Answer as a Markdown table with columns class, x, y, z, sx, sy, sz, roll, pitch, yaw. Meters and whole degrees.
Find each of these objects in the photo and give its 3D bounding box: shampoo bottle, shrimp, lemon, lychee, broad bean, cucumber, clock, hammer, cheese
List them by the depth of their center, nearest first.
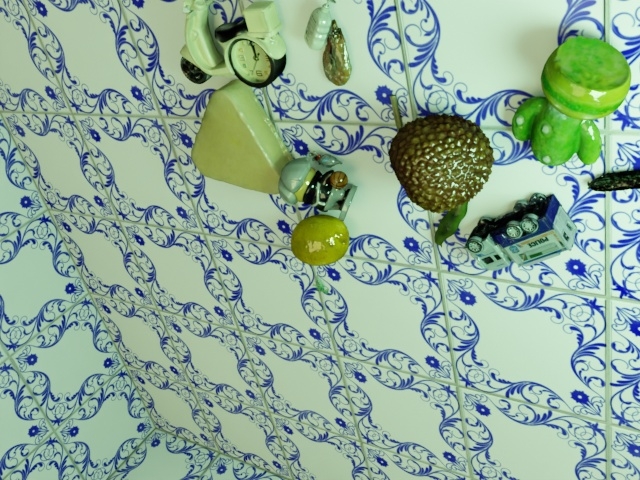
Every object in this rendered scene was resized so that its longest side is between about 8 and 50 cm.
| class | x | y | z | sx | sy | sz | roll | pitch | yaw |
| --- | --- | --- | --- | --- | --- | --- | --- | --- | --- |
| cucumber | 0.731 | -0.143 | 1.648 | 0.182 | 0.053 | 0.053 | -4 | 120 | 42 |
| lychee | 0.317 | -0.209 | 1.779 | 0.268 | 0.267 | 0.267 | 21 | 134 | 23 |
| shampoo bottle | 0.000 | -0.589 | 1.837 | 0.077 | 0.045 | 0.152 | 66 | 150 | 30 |
| shrimp | 0.040 | -0.512 | 1.888 | 0.101 | 0.042 | 0.190 | 24 | 137 | 31 |
| hammer | 0.225 | -0.314 | 1.926 | 0.062 | 0.013 | 0.198 | 7 | 127 | 34 |
| broad bean | 0.387 | -0.080 | 1.972 | 0.060 | 0.043 | 0.297 | 39 | 139 | 22 |
| clock | -0.276 | -0.585 | 2.026 | 0.379 | 0.120 | 0.276 | 10 | 133 | 26 |
| cheese | -0.236 | -0.288 | 2.238 | 0.384 | 0.104 | 0.383 | 21 | 134 | 23 |
| lemon | 0.000 | 0.000 | 2.249 | 0.207 | 0.170 | 0.170 | 1 | 124 | 31 |

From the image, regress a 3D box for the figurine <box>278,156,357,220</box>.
| class | x | y | z | sx | sy | sz | roll | pitch | yaw |
| --- | --- | --- | --- | --- | --- | --- | --- | --- | --- |
| figurine | -0.013 | -0.164 | 2.113 | 0.237 | 0.133 | 0.176 | 22 | 133 | 3 |

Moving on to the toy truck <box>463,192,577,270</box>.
| class | x | y | z | sx | sy | sz | roll | pitch | yaw |
| --- | --- | --- | --- | --- | --- | --- | --- | --- | --- |
| toy truck | 0.535 | -0.007 | 1.857 | 0.155 | 0.124 | 0.268 | 49 | 137 | -13 |

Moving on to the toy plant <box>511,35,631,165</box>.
| class | x | y | z | sx | sy | sz | roll | pitch | yaw |
| --- | --- | --- | --- | --- | --- | --- | --- | --- | --- |
| toy plant | 0.573 | -0.294 | 1.584 | 0.224 | 0.184 | 0.315 | 36 | 154 | 15 |

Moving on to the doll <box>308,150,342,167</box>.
| class | x | y | z | sx | sy | sz | roll | pitch | yaw |
| --- | --- | --- | --- | --- | --- | --- | --- | --- | --- |
| doll | 0.016 | -0.248 | 2.123 | 0.114 | 0.039 | 0.057 | 17 | 127 | 30 |

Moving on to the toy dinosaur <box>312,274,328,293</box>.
| class | x | y | z | sx | sy | sz | roll | pitch | yaw |
| --- | --- | --- | --- | --- | --- | --- | --- | --- | --- |
| toy dinosaur | 0.003 | 0.165 | 2.488 | 0.062 | 0.021 | 0.083 | 27 | 140 | 7 |
